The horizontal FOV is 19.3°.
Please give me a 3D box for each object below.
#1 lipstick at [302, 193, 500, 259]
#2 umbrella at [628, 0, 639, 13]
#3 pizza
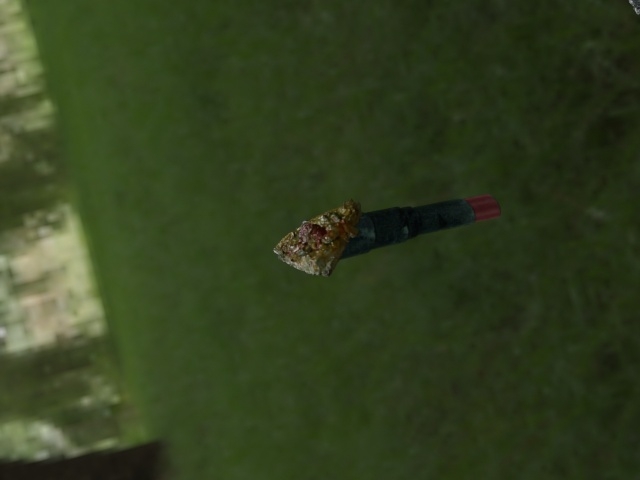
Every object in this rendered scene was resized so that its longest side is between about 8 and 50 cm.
[{"bbox_3d":[0.097,-0.018,2.150,0.053,0.234,0.053,169,90,-75],"label":"lipstick"},{"bbox_3d":[0.267,-0.234,1.624,0.144,0.037,0.040,39,-167,-47],"label":"umbrella"},{"bbox_3d":[0.000,-0.001,1.547,0.025,0.083,0.078,57,-173,-30],"label":"pizza"}]
